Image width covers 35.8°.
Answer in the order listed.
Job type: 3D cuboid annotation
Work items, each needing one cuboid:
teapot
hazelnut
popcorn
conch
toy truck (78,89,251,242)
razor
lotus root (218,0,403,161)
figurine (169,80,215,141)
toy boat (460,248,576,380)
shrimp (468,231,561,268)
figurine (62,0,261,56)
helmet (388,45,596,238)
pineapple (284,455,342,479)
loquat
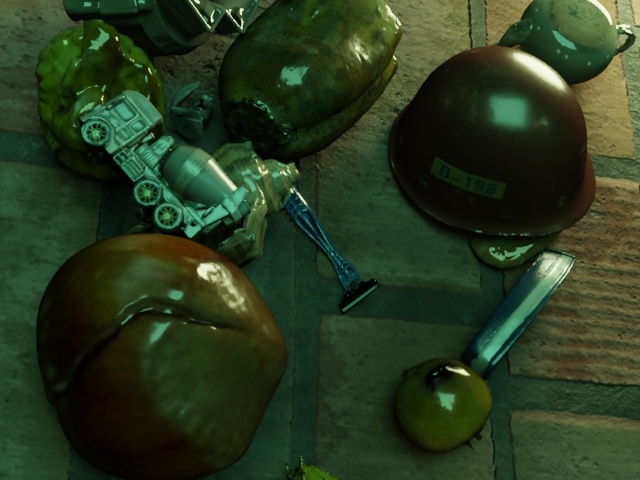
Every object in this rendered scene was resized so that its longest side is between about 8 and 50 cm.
[{"bbox_3d":[0.476,-0.391,1.927,0.294,0.129,0.193,0,66,-17],"label":"teapot"},{"bbox_3d":[-0.230,0.163,1.387,0.372,0.315,0.372,0,89,24],"label":"hazelnut"},{"bbox_3d":[-0.348,-0.230,1.570,0.206,0.251,0.237,-1,62,-8],"label":"popcorn"},{"bbox_3d":[-0.158,-0.030,1.579,0.291,0.159,0.210,-31,54,9],"label":"conch"},{"bbox_3d":[-0.227,-0.103,1.440,0.140,0.108,0.256,-39,85,-14],"label":"toy truck"},{"bbox_3d":[0.000,0.000,1.670,0.082,0.042,0.253,-40,76,15],"label":"razor"},{"bbox_3d":[-0.029,-0.281,1.679,0.250,0.250,0.346,37,54,4],"label":"lotus root"},{"bbox_3d":[-0.213,-0.226,1.690,0.082,0.094,0.086,41,56,-7],"label":"figurine"},{"bbox_3d":[0.340,0.111,1.677,0.062,0.096,0.299,37,60,14],"label":"toy boat"},{"bbox_3d":[0.364,-0.034,1.783,0.236,0.053,0.133,-32,57,-21],"label":"shrimp"},{"bbox_3d":[-0.259,-0.395,1.666,0.342,0.285,0.167,18,75,-44],"label":"figurine"},{"bbox_3d":[0.319,-0.201,1.714,0.385,0.230,0.337,26,58,12],"label":"helmet"},{"bbox_3d":[0.031,0.428,1.456,0.233,0.079,0.135,28,63,-3],"label":"pineapple"},{"bbox_3d":[0.192,0.257,1.545,0.163,0.137,0.163,18,47,-20],"label":"loquat"}]
